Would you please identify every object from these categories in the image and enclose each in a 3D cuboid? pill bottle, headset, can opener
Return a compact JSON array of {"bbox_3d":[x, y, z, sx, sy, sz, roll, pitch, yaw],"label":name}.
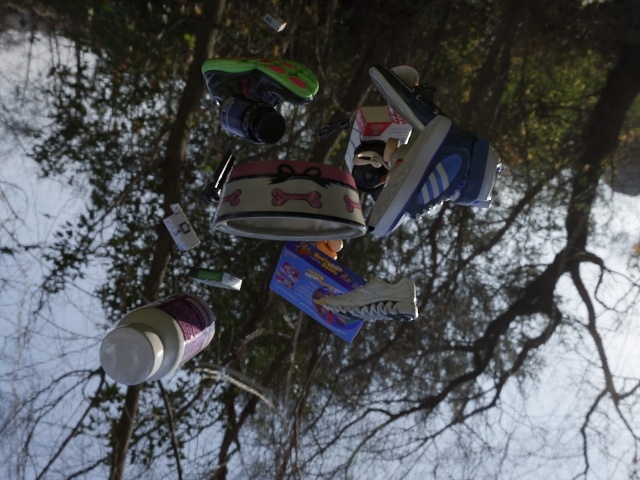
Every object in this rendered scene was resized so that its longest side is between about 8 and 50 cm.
[{"bbox_3d":[-0.375,0.226,1.207,0.169,0.169,0.301,12,-174,8],"label":"pill bottle"},{"bbox_3d":[0.157,-0.264,1.850,0.185,0.394,0.243,-21,-148,22],"label":"headset"},{"bbox_3d":[-0.198,-0.351,1.508,0.123,0.122,0.219,-7,-153,-37],"label":"pill bottle"},{"bbox_3d":[-0.314,-0.198,1.606,0.073,0.186,0.059,18,165,20],"label":"can opener"}]

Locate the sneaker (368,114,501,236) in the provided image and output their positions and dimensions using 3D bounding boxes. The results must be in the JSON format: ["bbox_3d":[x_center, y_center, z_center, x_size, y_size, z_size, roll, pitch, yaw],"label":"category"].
[{"bbox_3d":[0.286,-0.102,1.200,0.236,0.322,0.130,31,-178,-13],"label":"sneaker"}]

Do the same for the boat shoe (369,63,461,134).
[{"bbox_3d":[0.274,-0.352,1.360,0.340,0.113,0.127,46,-174,-3],"label":"boat shoe"}]

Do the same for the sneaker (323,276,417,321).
[{"bbox_3d":[0.142,0.166,1.468,0.292,0.118,0.110,-5,158,34],"label":"sneaker"}]

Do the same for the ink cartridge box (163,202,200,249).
[{"bbox_3d":[-0.562,-0.052,2.055,0.060,0.180,0.104,-35,-164,-29],"label":"ink cartridge box"}]

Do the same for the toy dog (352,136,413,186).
[{"bbox_3d":[0.255,-0.211,1.651,0.220,0.161,0.334,23,-144,29],"label":"toy dog"}]

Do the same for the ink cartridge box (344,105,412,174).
[{"bbox_3d":[0.226,-0.390,2.048,0.197,0.272,0.114,-4,-129,-16],"label":"ink cartridge box"}]

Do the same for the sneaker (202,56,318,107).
[{"bbox_3d":[-0.192,-0.486,1.680,0.483,0.202,0.185,21,-149,39],"label":"sneaker"}]

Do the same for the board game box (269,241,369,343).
[{"bbox_3d":[0.010,0.166,1.733,0.347,0.233,0.078,34,-133,9],"label":"board game box"}]

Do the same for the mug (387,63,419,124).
[{"bbox_3d":[0.282,-0.488,1.720,0.113,0.169,0.150,31,-109,26],"label":"mug"}]

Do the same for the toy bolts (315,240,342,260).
[{"bbox_3d":[0.000,0.000,2.031,0.228,0.158,0.218,55,-168,17],"label":"toy bolts"}]

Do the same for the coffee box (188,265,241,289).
[{"bbox_3d":[-0.332,0.122,1.646,0.113,0.040,0.184,8,169,10],"label":"coffee box"}]

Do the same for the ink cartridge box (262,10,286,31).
[{"bbox_3d":[-0.148,-0.738,1.734,0.063,0.029,0.115,37,-151,-10],"label":"ink cartridge box"}]

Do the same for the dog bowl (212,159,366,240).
[{"bbox_3d":[-0.079,-0.097,1.379,0.408,0.150,0.408,1,172,0],"label":"dog bowl"}]
